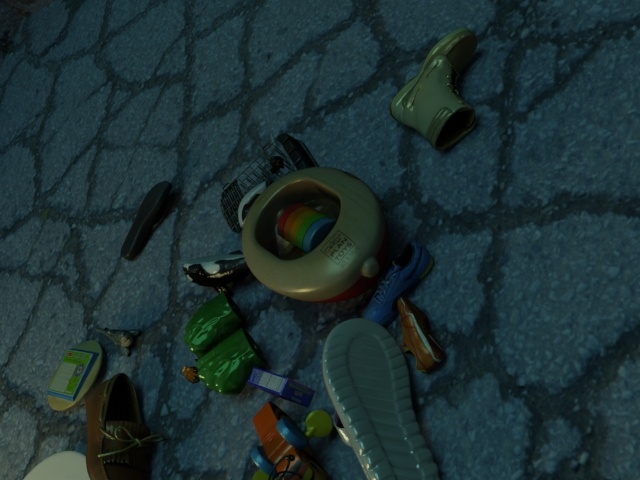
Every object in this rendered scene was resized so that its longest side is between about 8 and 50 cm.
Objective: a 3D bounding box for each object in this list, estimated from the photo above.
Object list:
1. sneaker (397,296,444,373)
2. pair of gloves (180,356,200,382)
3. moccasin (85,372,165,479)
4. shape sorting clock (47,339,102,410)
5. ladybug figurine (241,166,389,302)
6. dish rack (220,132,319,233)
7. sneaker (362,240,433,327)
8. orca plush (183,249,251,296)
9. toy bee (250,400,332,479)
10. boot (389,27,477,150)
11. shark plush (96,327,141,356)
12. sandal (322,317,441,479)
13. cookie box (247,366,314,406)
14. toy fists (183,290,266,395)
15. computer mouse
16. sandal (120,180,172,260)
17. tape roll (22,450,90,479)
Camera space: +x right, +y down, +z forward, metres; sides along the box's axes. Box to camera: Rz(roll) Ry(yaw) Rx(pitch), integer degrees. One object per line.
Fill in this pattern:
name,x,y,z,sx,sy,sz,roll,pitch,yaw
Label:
sneaker,0.177,0.178,1.563,0.067,0.064,0.175,-44,38,22
pair of gloves,-0.296,0.297,1.930,0.074,0.010,0.083,26,80,48
moccasin,-0.452,0.461,1.869,0.147,0.139,0.380,-48,31,16
shape sorting clock,-0.658,0.362,2.177,0.206,0.040,0.206,-26,45,30
ladybug figurine,0.000,0.000,1.753,0.305,0.162,0.449,-48,36,-3
dish rack,-0.136,-0.135,2.058,0.271,0.074,0.208,-43,41,11
sneaker,0.141,0.090,1.643,0.209,0.082,0.069,-53,43,0
orca plush,-0.218,0.087,1.984,0.287,0.102,0.151,-10,10,24
toy bee,-0.054,0.431,1.542,0.195,0.162,0.298,-41,17,23
boot,0.294,-0.337,1.803,0.262,0.095,0.203,-47,41,6
shark plush,-0.539,0.242,2.140,0.161,0.067,0.073,24,79,47
sandal,0.093,0.324,1.494,0.102,0.169,0.416,108,156,-42
cookie box,-0.082,0.304,1.677,0.107,0.092,0.040,9,71,44
toy fists,-0.225,0.242,1.848,0.142,0.096,0.279,-36,41,1
computer mouse,-0.150,-0.119,1.942,0.193,0.042,0.106,-57,2,0
sandal,-0.496,-0.058,2.339,0.255,0.054,0.097,-61,34,3
tape roll,-0.620,0.688,1.889,0.392,0.072,0.392,-22,49,28
